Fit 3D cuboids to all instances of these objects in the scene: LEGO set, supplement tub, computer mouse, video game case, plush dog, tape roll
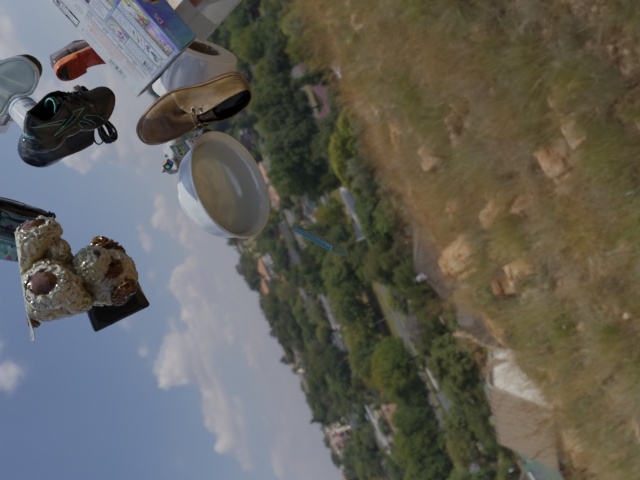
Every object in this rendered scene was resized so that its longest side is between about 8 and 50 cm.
[{"bbox_3d":[-0.373,-0.205,1.882,0.182,0.060,0.244,53,-155,-3],"label":"LEGO set"},{"bbox_3d":[-0.708,-0.300,1.569,0.107,0.071,0.071,40,162,27],"label":"supplement tub"},{"bbox_3d":[-0.743,-0.310,1.840,0.189,0.272,0.072,59,167,-15],"label":"computer mouse"},{"bbox_3d":[-0.402,-0.449,1.280,0.269,0.061,0.244,49,148,-17],"label":"video game case"},{"bbox_3d":[-0.488,0.084,1.313,0.262,0.225,0.211,52,141,45],"label":"plush dog"},{"bbox_3d":[-0.409,-0.548,2.082,0.246,0.246,0.169,56,132,48],"label":"tape roll"}]

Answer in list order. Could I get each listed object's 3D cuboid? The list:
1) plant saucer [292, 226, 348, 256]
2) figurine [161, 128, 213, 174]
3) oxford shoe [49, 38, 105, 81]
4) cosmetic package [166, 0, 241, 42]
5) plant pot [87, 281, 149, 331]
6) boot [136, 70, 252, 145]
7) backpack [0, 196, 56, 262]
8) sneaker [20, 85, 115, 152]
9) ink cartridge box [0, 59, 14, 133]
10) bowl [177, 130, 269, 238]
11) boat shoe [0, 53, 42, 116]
[{"bbox_3d":[0.000,0.000,1.755,0.067,0.018,0.192,16,-171,-40],"label":"plant saucer"},{"bbox_3d":[-0.505,-0.328,2.449,0.209,0.214,0.092,-99,-8,-57],"label":"figurine"},{"bbox_3d":[-0.689,-0.585,1.935,0.098,0.271,0.097,54,162,24],"label":"oxford shoe"},{"bbox_3d":[-0.281,-0.710,1.741,0.129,0.296,0.153,30,-149,-39],"label":"cosmetic package"},{"bbox_3d":[-0.679,0.138,2.025,0.188,0.187,0.167,48,158,45],"label":"plant pot"},{"bbox_3d":[-0.308,-0.314,1.560,0.112,0.305,0.115,65,176,-37],"label":"boot"},{"bbox_3d":[-0.952,-0.043,1.910,0.253,0.191,0.225,23,176,-17],"label":"backpack"},{"bbox_3d":[-0.596,-0.310,1.533,0.101,0.267,0.106,31,141,13],"label":"sneaker"},{"bbox_3d":[-1.088,-0.480,2.151,0.217,0.092,0.159,-31,77,38],"label":"ink cartridge box"},{"bbox_3d":[-0.278,-0.126,1.692,0.297,0.134,0.298,34,-135,-43],"label":"bowl"},{"bbox_3d":[-0.828,-0.435,1.728,0.302,0.091,0.114,-15,128,39],"label":"boat shoe"}]
